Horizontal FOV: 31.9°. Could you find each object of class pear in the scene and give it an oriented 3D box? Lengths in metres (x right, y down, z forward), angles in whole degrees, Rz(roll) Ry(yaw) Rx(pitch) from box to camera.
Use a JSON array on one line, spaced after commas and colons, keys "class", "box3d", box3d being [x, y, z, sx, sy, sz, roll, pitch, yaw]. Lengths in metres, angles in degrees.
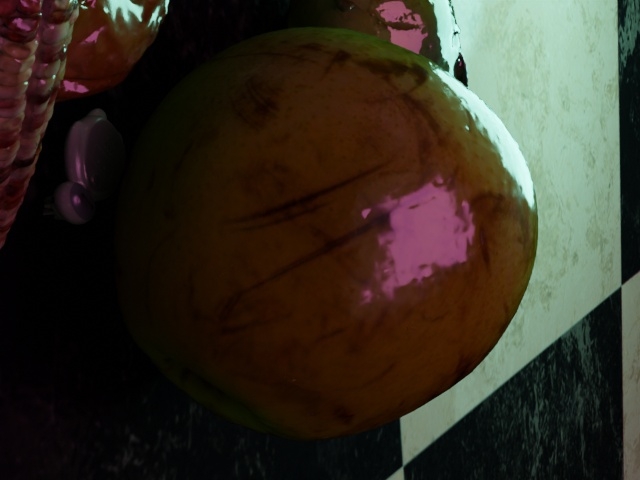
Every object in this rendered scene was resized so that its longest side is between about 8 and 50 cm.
[{"class": "pear", "box3d": [0.000, 0.000, 0.741, 0.283, 0.283, 0.284, -11, 103, -56]}]

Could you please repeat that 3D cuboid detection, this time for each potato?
[{"class": "potato", "box3d": [0.052, -0.125, 0.914, 0.169, 0.143, 0.248, -41, 128, -38]}]

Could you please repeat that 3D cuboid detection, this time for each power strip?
[{"class": "power strip", "box3d": [-0.154, -0.046, 0.721, 0.055, 0.035, 0.083, 58, 35, -43]}]

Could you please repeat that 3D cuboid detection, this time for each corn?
[{"class": "corn", "box3d": [-0.173, -0.064, 0.554, 0.079, 0.079, 0.237, -45, 170, -44]}]

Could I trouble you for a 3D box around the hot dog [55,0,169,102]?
[{"class": "hot dog", "box3d": [-0.179, -0.200, 0.572, 0.272, 0.122, 0.196, 58, 44, -52]}]
